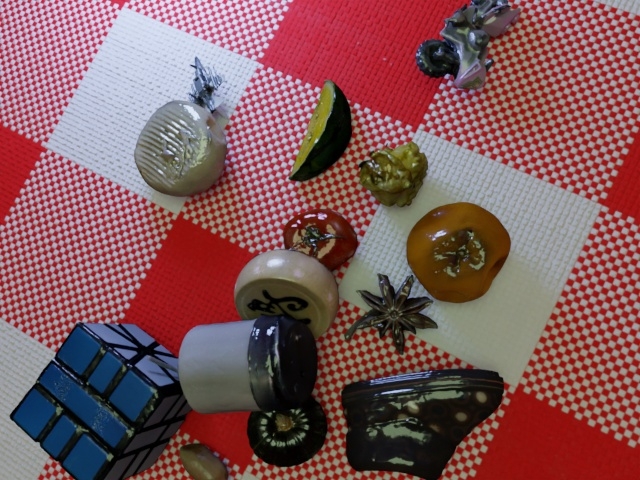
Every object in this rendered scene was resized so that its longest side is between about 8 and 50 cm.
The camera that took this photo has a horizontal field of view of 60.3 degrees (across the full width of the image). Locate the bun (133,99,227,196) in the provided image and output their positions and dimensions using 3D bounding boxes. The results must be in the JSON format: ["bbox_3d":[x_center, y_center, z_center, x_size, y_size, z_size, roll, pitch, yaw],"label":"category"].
[{"bbox_3d":[-0.372,-0.241,1.503,0.273,0.168,0.272,-2,84,22],"label":"bun"}]

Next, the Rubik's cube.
[{"bbox_3d":[-0.499,0.390,1.353,0.289,0.293,0.283,34,90,12],"label":"Rubik's cube"}]

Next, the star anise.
[{"bbox_3d":[0.170,0.180,1.366,0.232,0.089,0.209,-3,95,16],"label":"star anise"}]

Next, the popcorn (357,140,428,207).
[{"bbox_3d":[0.190,-0.169,1.368,0.168,0.195,0.173,-42,71,9],"label":"popcorn"}]

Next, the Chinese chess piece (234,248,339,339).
[{"bbox_3d":[-0.082,0.139,1.341,0.257,0.257,0.104,3,42,11],"label":"Chinese chess piece"}]

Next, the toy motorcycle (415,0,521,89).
[{"bbox_3d":[0.400,-0.511,1.427,0.188,0.143,0.327,44,75,6],"label":"toy motorcycle"}]

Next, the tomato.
[{"bbox_3d":[0.000,0.000,1.396,0.187,0.151,0.186,-2,84,19],"label":"tomato"}]

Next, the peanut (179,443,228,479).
[{"bbox_3d":[-0.296,0.569,1.392,0.152,0.076,0.076,36,88,18],"label":"peanut"}]

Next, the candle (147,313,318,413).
[{"bbox_3d":[-0.195,0.291,1.281,0.343,0.221,0.221,-9,79,19],"label":"candle"}]

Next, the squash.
[{"bbox_3d":[-0.080,0.453,1.334,0.193,0.156,0.193,4,76,-17],"label":"squash"}]

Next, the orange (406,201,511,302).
[{"bbox_3d":[0.324,0.023,1.317,0.249,0.183,0.248,-1,81,9],"label":"orange"}]

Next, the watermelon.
[{"bbox_3d":[0.007,-0.296,1.480,0.129,0.123,0.301,13,80,34],"label":"watermelon"}]

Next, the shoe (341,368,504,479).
[{"bbox_3d":[0.242,0.425,1.266,0.384,0.171,0.237,-11,72,10],"label":"shoe"}]

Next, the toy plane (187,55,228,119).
[{"bbox_3d":[-0.336,-0.444,1.573,0.160,0.082,0.234,-36,74,30],"label":"toy plane"}]
